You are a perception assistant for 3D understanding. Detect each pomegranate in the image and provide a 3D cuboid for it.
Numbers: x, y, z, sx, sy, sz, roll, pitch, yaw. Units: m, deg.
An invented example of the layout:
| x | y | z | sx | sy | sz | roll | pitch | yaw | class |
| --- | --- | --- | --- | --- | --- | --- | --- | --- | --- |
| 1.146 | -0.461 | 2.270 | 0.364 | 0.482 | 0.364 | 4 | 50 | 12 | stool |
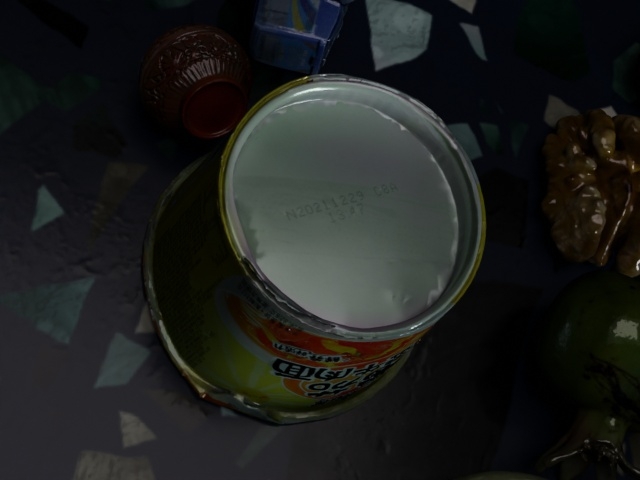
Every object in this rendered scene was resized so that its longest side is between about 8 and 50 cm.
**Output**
| x | y | z | sx | sy | sz | roll | pitch | yaw | class |
| --- | --- | --- | --- | --- | --- | --- | --- | --- | --- |
| 0.253 | 0.125 | 0.918 | 0.152 | 0.131 | 0.191 | 30 | 74 | -10 | pomegranate |

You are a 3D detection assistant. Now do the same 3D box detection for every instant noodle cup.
| x | y | z | sx | sy | sz | roll | pitch | yaw | class |
| --- | --- | --- | --- | --- | --- | --- | --- | --- | --- |
| 0.000 | 0.000 | 0.837 | 0.264 | 0.200 | 0.265 | 6 | 69 | -16 | instant noodle cup |

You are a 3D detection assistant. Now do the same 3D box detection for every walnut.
| x | y | z | sx | sy | sz | roll | pitch | yaw | class |
| --- | --- | --- | --- | --- | --- | --- | --- | --- | --- |
| 0.284 | -0.053 | 1.018 | 0.142 | 0.069 | 0.170 | 11 | 67 | -12 | walnut |

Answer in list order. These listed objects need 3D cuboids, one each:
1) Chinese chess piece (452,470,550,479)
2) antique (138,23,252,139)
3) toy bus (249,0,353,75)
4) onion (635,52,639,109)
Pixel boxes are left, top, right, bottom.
| x | y | z | sx | sy | sz | roll | pitch | yaw | class |
| --- | --- | --- | --- | --- | --- | --- | --- | --- | --- |
| 0.153 | 0.302 | 0.846 | 0.237 | 0.092 | 0.238 | 5 | 70 | -15 | Chinese chess piece |
| -0.108 | -0.138 | 0.904 | 0.104 | 0.104 | 0.104 | 5 | 71 | -16 | antique |
| -0.007 | -0.275 | 0.990 | 0.094 | 0.079 | 0.237 | 13 | 69 | -11 | toy bus |
| 0.445 | -0.155 | 1.063 | 0.248 | 0.161 | 0.248 | 0 | 89 | -4 | onion |
